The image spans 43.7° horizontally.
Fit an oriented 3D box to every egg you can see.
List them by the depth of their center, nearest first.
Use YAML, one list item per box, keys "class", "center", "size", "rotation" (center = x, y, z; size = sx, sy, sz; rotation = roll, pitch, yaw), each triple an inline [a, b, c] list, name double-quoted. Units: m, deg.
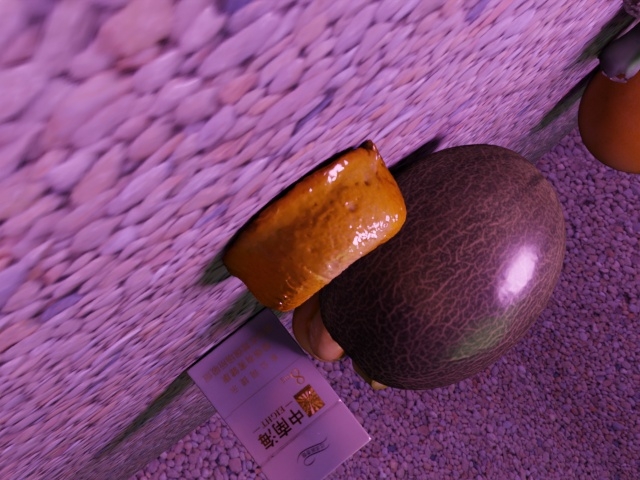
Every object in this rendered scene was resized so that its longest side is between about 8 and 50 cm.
- class: "egg"
  center: [0.635, -0.254, 1.553]
  size: [0.250, 0.250, 0.322]
  rotation: [-37, 180, -11]

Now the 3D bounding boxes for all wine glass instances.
- class: "wine glass"
  center: [0.517, -0.325, 1.274]
  size: [0.072, 0.072, 0.155]
  rotation: [-34, 170, -33]

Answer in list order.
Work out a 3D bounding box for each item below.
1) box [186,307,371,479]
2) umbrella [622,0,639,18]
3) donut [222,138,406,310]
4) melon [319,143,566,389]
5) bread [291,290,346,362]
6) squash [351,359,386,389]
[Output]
- class: "box"
  center: [-0.059, 0.237, 1.159]
  size: [0.155, 0.243, 0.067]
  rotation: [-39, 174, -5]
- class: "umbrella"
  center: [0.415, -0.304, 0.943]
  size: [0.143, 0.062, 0.067]
  rotation: [-25, -157, -24]
- class: "donut"
  center: [0.002, 0.000, 0.706]
  size: [0.174, 0.075, 0.190]
  rotation: [-36, 172, -20]
- class: "melon"
  center: [0.142, 0.029, 0.917]
  size: [0.301, 0.237, 0.237]
  rotation: [-44, 172, 1]
- class: "bread"
  center: [0.055, 0.073, 1.188]
  size: [0.173, 0.121, 0.311]
  rotation: [-52, 169, 19]
- class: "squash"
  center: [0.151, 0.113, 1.152]
  size: [0.252, 0.049, 0.252]
  rotation: [-37, 155, -20]
